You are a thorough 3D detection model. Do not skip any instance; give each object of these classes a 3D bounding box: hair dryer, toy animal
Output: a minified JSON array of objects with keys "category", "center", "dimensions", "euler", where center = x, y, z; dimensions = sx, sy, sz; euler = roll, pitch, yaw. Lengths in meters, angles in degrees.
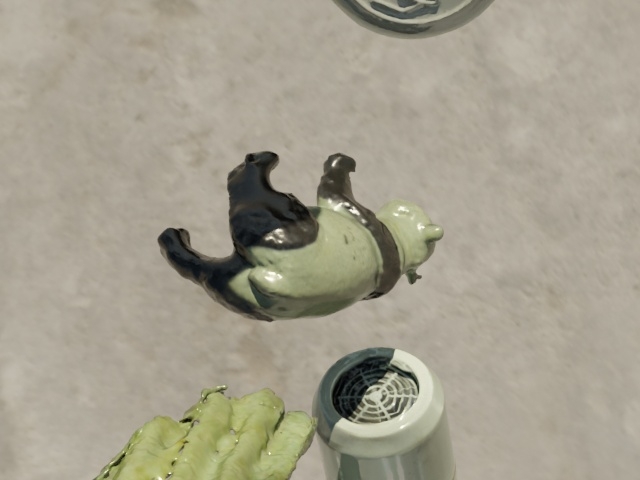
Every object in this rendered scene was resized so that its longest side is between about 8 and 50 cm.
[{"category":"hair dryer","center":[-0.030,0.248,1.053],"dimensions":[0.107,0.173,0.357],"euler":[27,56,36]},{"category":"toy animal","center":[0.000,0.000,1.022],"dimensions":[0.121,0.225,0.094],"euler":[41,116,29]}]

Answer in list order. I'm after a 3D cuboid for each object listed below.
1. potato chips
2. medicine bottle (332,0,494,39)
[{"category":"potato chips","center":[-0.056,0.102,0.575],"dimensions":[0.092,0.207,0.028],"euler":[10,108,8]},{"category":"medicine bottle","center":[0.085,-0.320,1.244],"dimensions":[0.242,0.242,0.395],"euler":[-32,24,11]}]
